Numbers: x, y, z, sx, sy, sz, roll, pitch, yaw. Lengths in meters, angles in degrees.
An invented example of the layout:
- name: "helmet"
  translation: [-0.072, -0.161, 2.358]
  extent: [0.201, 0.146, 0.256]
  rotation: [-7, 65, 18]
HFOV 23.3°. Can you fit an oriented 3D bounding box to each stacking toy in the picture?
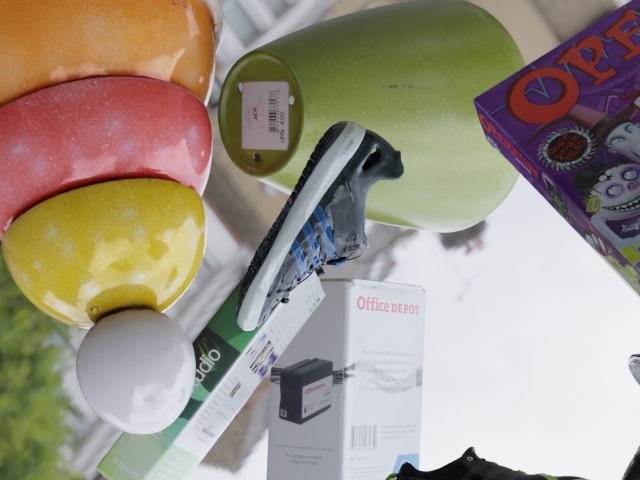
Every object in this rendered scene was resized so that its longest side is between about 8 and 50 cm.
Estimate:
- name: "stacking toy"
  translation: [-0.230, -0.032, 1.582]
  extent: [0.350, 0.480, 0.350]
  rotation: [-12, 156, -5]

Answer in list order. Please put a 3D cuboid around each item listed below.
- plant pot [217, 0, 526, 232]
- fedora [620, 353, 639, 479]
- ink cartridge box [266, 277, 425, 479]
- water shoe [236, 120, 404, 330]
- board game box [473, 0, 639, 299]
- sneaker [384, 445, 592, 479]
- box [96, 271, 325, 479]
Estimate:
- name: "plant pot"
  translation: [0.040, -0.141, 1.726]
  extent: [0.293, 0.275, 0.275]
  rotation: [-3, 163, -45]
- name: "fedora"
  translation: [0.351, 0.239, 1.324]
  extent: [0.152, 0.334, 0.334]
  rotation: [-51, -168, -1]
- name: "ink cartridge box"
  translation: [0.038, 0.210, 2.148]
  extent: [0.129, 0.307, 0.223]
  rotation: [0, 175, 32]
- name: "water shoe"
  translation: [0.000, 0.000, 1.316]
  extent: [0.203, 0.080, 0.073]
  rotation: [-60, -170, 11]
- name: "board game box"
  translation: [0.293, -0.113, 0.969]
  extent: [0.347, 0.056, 0.208]
  rotation: [-33, -140, -5]
- name: "sneaker"
  translation: [0.185, 0.265, 1.699]
  extent: [0.234, 0.084, 0.097]
  rotation: [-7, -123, 3]
- name: "box"
  translation: [-0.116, 0.152, 1.756]
  extent: [0.322, 0.058, 0.232]
  rotation: [-54, 170, -8]
